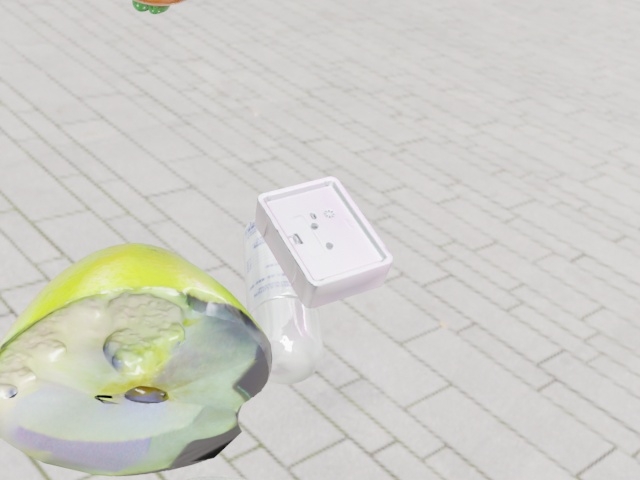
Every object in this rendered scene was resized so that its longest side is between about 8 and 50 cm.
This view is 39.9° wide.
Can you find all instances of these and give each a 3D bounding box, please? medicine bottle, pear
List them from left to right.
[{"bbox_3d":[-0.265,0.150,1.235,0.399,0.399,0.165,3,43,-15],"label":"pear"},{"bbox_3d":[-0.069,0.105,1.583,0.130,0.130,0.341,4,42,-13],"label":"medicine bottle"}]

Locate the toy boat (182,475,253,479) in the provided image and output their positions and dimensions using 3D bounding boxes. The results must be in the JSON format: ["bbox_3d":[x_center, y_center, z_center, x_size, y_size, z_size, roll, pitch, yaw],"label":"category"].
[{"bbox_3d":[-0.161,0.454,1.448,0.295,0.088,0.129,3,61,21],"label":"toy boat"}]

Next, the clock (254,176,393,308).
[{"bbox_3d":[0.000,0.000,1.369,0.150,0.063,0.197,-16,54,-25],"label":"clock"}]

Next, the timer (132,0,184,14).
[{"bbox_3d":[-0.141,-0.255,0.770,0.099,0.136,0.136,43,35,4],"label":"timer"}]
